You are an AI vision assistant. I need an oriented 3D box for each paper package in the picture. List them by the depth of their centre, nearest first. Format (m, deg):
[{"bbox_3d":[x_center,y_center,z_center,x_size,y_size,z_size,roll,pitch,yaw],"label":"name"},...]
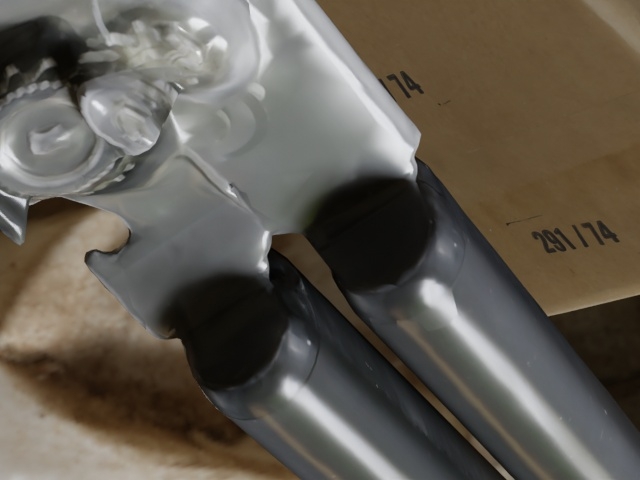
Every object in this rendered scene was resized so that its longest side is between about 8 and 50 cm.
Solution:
[{"bbox_3d":[0.112,-0.116,0.927,0.309,0.325,0.168,42,62,-14],"label":"paper package"}]

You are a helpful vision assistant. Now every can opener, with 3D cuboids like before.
[{"bbox_3d":[0.000,0.000,0.402,0.283,0.076,0.095,47,14,-42],"label":"can opener"}]
